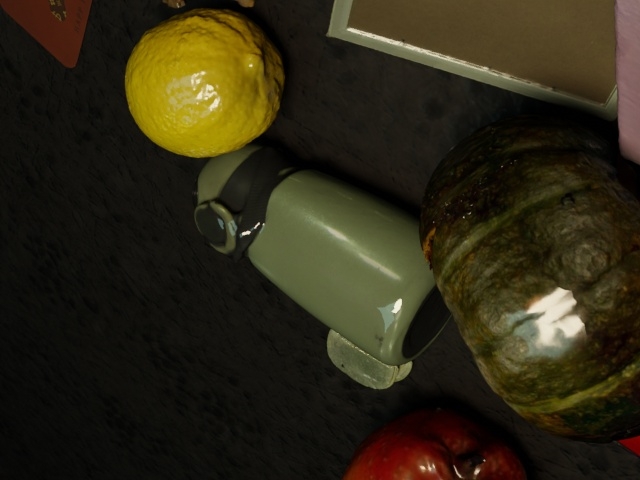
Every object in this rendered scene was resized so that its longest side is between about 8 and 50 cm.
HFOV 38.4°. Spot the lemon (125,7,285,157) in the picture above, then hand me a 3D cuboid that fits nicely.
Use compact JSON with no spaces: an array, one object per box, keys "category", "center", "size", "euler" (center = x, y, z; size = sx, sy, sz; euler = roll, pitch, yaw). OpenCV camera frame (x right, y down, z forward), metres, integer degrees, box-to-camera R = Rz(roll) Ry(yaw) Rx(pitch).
[{"category":"lemon","center":[-0.135,-0.186,1.082],"size":[0.193,0.180,0.181],"euler":[-35,95,29]}]

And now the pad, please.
[{"category":"pad","center":[-0.384,-0.379,1.286],"size":[0.181,0.004,0.267],"euler":[42,139,8]}]

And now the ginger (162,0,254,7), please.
[{"category":"ginger","center":[-0.088,-0.314,1.006],"size":[0.290,0.084,0.122],"euler":[3,117,40]}]

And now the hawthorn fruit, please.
[{"category":"hawthorn fruit","center":[0.148,0.333,1.161],"size":[0.254,0.254,0.300],"euler":[40,151,11]}]

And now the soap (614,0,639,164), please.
[{"category":"soap","center":[0.356,-0.105,0.641],"size":[0.285,0.107,0.296],"euler":[30,171,28]}]

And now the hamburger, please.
[{"category":"hamburger","center":[0.063,0.164,1.268],"size":[0.121,0.054,0.084],"euler":[31,136,9]}]

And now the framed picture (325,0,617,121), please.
[{"category":"framed picture","center":[0.162,-0.223,0.799],"size":[0.293,0.018,0.231],"euler":[17,146,1]}]

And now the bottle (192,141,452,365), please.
[{"category":"bottle","center":[-0.002,0.001,1.113],"size":[0.347,0.168,0.169],"euler":[31,137,25]}]

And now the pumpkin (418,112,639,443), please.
[{"category":"pumpkin","center":[0.223,0.030,0.830],"size":[0.192,0.320,0.320],"euler":[-37,93,25]}]

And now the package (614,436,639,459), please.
[{"category":"package","center":[0.402,0.169,0.961],"size":[0.194,0.071,0.269],"euler":[43,151,18]}]
